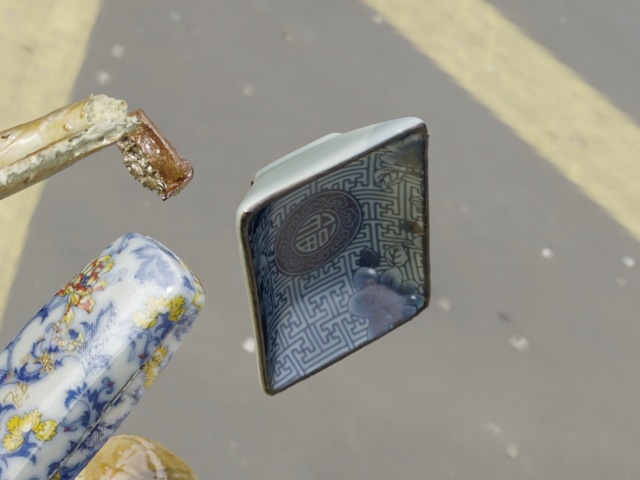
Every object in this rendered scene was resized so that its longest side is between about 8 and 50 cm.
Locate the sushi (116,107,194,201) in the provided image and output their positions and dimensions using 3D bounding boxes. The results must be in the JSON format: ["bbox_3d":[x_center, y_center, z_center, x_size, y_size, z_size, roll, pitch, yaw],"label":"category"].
[{"bbox_3d":[-0.169,-0.084,1.636,0.120,0.055,0.052,49,7,19],"label":"sushi"}]

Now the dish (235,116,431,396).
[{"bbox_3d":[0.000,0.000,1.418,0.182,0.243,0.080,-27,52,-19],"label":"dish"}]

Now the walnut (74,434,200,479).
[{"bbox_3d":[-0.150,0.229,1.246,0.155,0.155,0.184,7,43,-34],"label":"walnut"}]

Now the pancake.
[{"bbox_3d":[-0.273,-0.050,1.286,0.244,0.266,0.057,-95,160,-84],"label":"pancake"}]

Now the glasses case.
[{"bbox_3d":[-0.172,0.103,1.052,0.087,0.248,0.065,40,2,42],"label":"glasses case"}]
